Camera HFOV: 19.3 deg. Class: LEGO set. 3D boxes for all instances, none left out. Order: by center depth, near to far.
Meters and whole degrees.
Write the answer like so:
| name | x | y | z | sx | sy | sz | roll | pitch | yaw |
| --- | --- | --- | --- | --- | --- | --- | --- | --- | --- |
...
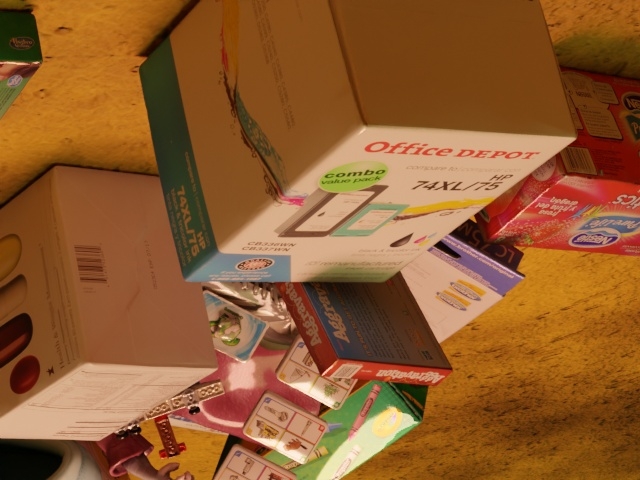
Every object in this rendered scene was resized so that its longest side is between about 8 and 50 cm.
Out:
| name | x | y | z | sx | sy | sz | roll | pitch | yaw |
| --- | --- | --- | --- | --- | --- | --- | --- | --- | --- |
| LEGO set | -0.109 | 0.147 | 1.901 | 0.244 | 0.182 | 0.060 | 28 | -173 | -15 |

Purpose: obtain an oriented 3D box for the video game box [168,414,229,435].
| name | x | y | z | sx | sy | sz | roll | pitch | yaw |
| --- | --- | --- | --- | --- | --- | --- | --- | --- | --- |
| video game box | -0.083 | 0.193 | 2.410 | 0.205 | 0.048 | 0.187 | -24 | 159 | 28 |

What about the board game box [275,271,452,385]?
| name | x | y | z | sx | sy | sz | roll | pitch | yaw |
| --- | --- | --- | --- | --- | --- | --- | --- | --- | --- |
| board game box | 0.000 | 0.000 | 1.599 | 0.145 | 0.281 | 0.027 | 10 | 134 | -46 |

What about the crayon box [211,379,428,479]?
| name | x | y | z | sx | sy | sz | roll | pitch | yaw |
| --- | --- | --- | --- | --- | --- | --- | --- | --- | --- |
| crayon box | 0.001 | 0.225 | 2.254 | 0.278 | 0.081 | 0.165 | -37 | -167 | 20 |

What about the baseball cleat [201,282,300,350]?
| name | x | y | z | sx | sy | sz | roll | pitch | yaw |
| --- | --- | --- | --- | --- | --- | --- | --- | --- | --- |
| baseball cleat | -0.062 | 0.038 | 1.889 | 0.109 | 0.072 | 0.206 | -8 | 144 | 33 |

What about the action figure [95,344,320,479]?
| name | x | y | z | sx | sy | sz | roll | pitch | yaw |
| --- | --- | --- | --- | --- | --- | --- | --- | --- | --- |
| action figure | -0.175 | 0.125 | 2.054 | 0.370 | 0.248 | 0.276 | 1 | -170 | -22 |

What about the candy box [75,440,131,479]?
| name | x | y | z | sx | sy | sz | roll | pitch | yaw |
| --- | --- | --- | --- | --- | --- | --- | --- | --- | --- |
| candy box | -0.330 | 0.277 | 2.056 | 0.233 | 0.159 | 0.071 | -19 | 146 | -17 |

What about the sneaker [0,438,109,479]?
| name | x | y | z | sx | sy | sz | roll | pitch | yaw |
| --- | --- | --- | --- | --- | --- | --- | --- | --- | --- |
| sneaker | -0.405 | 0.237 | 1.943 | 0.366 | 0.135 | 0.150 | -5 | 145 | 2 |

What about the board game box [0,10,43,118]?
| name | x | y | z | sx | sy | sz | roll | pitch | yaw |
| --- | --- | --- | --- | --- | --- | --- | --- | --- | --- |
| board game box | -0.372 | -0.088 | 1.473 | 0.214 | 0.046 | 0.317 | 1 | 156 | -30 |

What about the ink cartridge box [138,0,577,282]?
| name | x | y | z | sx | sy | sz | roll | pitch | yaw |
| --- | --- | --- | --- | --- | --- | --- | --- | --- | --- |
| ink cartridge box | 0.021 | -0.108 | 1.434 | 0.198 | 0.197 | 0.270 | 1 | 155 | -33 |

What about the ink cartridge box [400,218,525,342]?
| name | x | y | z | sx | sy | sz | roll | pitch | yaw |
| --- | --- | --- | --- | --- | --- | --- | --- | --- | --- |
| ink cartridge box | 0.073 | 0.017 | 1.832 | 0.186 | 0.065 | 0.311 | 31 | 158 | -6 |

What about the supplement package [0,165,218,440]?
| name | x | y | z | sx | sy | sz | roll | pitch | yaw |
| --- | --- | --- | --- | --- | --- | --- | --- | --- | --- |
| supplement package | -0.227 | 0.064 | 1.753 | 0.149 | 0.194 | 0.203 | 6 | 152 | -40 |

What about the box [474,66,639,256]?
| name | x | y | z | sx | sy | sz | roll | pitch | yaw |
| --- | --- | --- | --- | --- | --- | --- | --- | --- | --- |
| box | 0.258 | -0.071 | 1.767 | 0.257 | 0.128 | 0.122 | 4 | 147 | -39 |
